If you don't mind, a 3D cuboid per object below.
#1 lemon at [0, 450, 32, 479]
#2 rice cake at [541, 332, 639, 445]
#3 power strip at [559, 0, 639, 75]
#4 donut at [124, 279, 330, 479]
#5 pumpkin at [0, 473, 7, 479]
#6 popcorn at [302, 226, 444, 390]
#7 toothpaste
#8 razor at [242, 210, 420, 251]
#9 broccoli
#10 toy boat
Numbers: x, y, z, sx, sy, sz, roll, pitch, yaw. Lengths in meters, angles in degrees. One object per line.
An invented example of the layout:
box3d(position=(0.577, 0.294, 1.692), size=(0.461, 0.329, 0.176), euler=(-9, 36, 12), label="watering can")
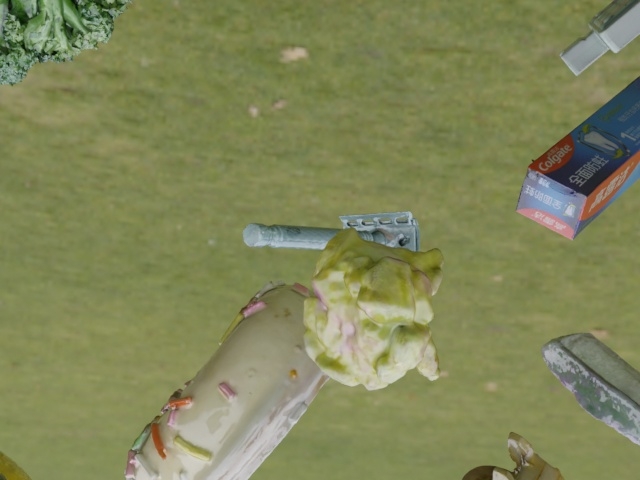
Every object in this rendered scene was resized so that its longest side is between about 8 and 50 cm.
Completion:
box3d(position=(-0.465, 0.371, 1.467), size=(0.297, 0.297, 0.297), euler=(5, 164, 1), label="lemon")
box3d(position=(0.238, 0.125, 0.875), size=(0.047, 0.036, 0.207), euler=(-3, -150, -39), label="rice cake")
box3d(position=(0.407, -0.288, 1.714), size=(0.145, 0.061, 0.215), euler=(-39, -176, 15), label="power strip")
box3d(position=(-0.111, 0.211, 1.603), size=(0.142, 0.382, 0.382), euler=(40, 161, 1), label="donut")
box3d(position=(-0.345, 0.221, 0.953), size=(0.221, 0.220, 0.162), euler=(1, -174, 13), label="pumpkin")
box3d(position=(0.035, 0.045, 0.799), size=(0.089, 0.109, 0.097), euler=(-1, 130, -46), label="popcorn")
box3d(position=(0.339, -0.107, 1.413), size=(0.076, 0.320, 0.066), euler=(30, 133, 25), label="toothpaste")
box3d(position=(0.000, 0.000, 1.342), size=(0.106, 0.068, 0.232), euler=(-4, 177, 40), label="razor")
box3d(position=(-0.249, -0.212, 0.968), size=(0.195, 0.195, 0.156), euler=(15, 164, -31), label="broccoli")
box3d(position=(0.196, 0.326, 1.328), size=(0.115, 0.089, 0.310), euler=(21, 139, 19), label="toy boat")
